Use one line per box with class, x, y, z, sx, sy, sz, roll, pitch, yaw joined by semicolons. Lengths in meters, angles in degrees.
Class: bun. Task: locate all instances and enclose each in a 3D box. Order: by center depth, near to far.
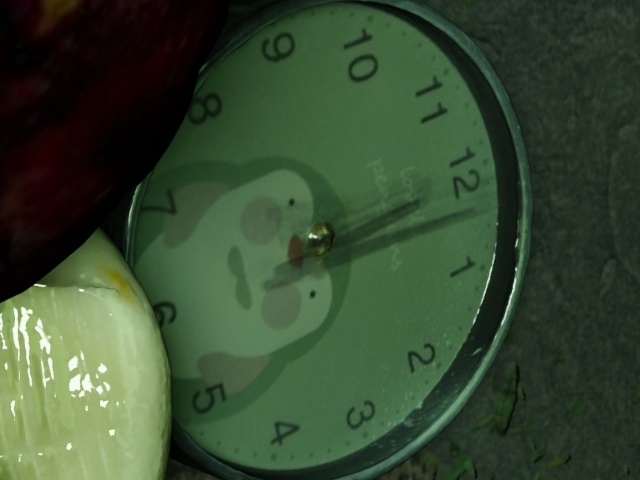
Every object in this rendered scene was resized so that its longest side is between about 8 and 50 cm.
bun;-0.184;0.079;0.737;0.229;0.145;0.229;-3;100;-19

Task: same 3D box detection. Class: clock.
clock;-0.001;-0.001;0.897;0.319;0.066;0.319;-9;104;-36

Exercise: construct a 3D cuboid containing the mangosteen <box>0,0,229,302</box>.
mangosteen;-0.207;-0.151;0.574;0.381;0.381;0.421;38;41;-31
